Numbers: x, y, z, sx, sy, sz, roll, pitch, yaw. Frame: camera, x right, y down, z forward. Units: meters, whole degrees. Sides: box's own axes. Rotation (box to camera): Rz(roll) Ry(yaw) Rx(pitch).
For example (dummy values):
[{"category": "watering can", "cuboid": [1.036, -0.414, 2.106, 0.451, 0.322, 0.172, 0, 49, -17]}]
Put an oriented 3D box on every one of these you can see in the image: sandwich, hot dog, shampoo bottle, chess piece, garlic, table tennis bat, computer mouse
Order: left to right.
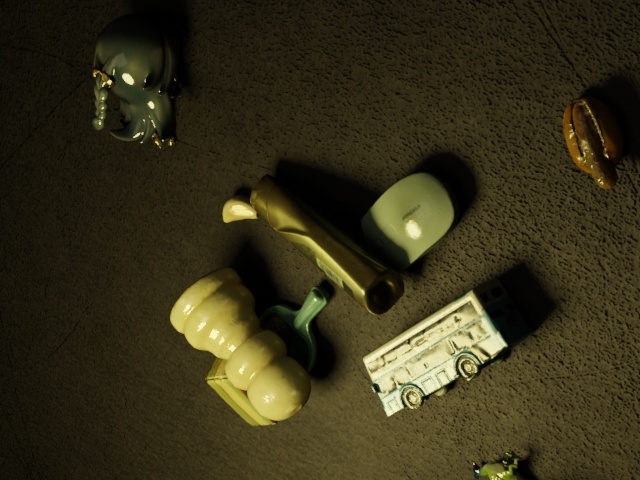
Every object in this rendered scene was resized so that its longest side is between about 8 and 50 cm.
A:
[{"category": "garlic", "cuboid": [-0.154, -0.061, 2.284, 0.083, 0.041, 0.053, -1, 109, 32]}, {"category": "chess piece", "cuboid": [-0.139, 0.212, 2.257, 0.299, 0.167, 0.167, 50, 129, 20]}, {"category": "sandwich", "cuboid": [-0.139, 0.282, 2.400, 0.079, 0.113, 0.163, -9, 133, 40]}, {"category": "table tennis bat", "cuboid": [-0.048, 0.171, 2.276, 0.149, 0.038, 0.237, 52, 132, 19]}, {"category": "shampoo bottle", "cuboid": [0.000, 0.000, 2.124, 0.084, 0.125, 0.350, -47, 54, -5]}, {"category": "computer mouse", "cuboid": [0.144, -0.029, 2.027, 0.128, 0.079, 0.231, 58, 135, 14]}, {"category": "hot dog", "cuboid": [0.406, -0.146, 1.779, 0.090, 0.060, 0.140, -8, 103, 45]}]

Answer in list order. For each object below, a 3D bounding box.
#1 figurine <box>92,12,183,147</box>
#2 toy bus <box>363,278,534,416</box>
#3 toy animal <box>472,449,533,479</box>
[{"category": "figurine", "cuboid": [-0.345, -0.300, 2.285, 0.175, 0.197, 0.265, -2, 100, 15]}, {"category": "toy bus", "cuboid": [0.211, 0.187, 2.023, 0.297, 0.106, 0.131, -36, 79, 39]}, {"category": "toy animal", "cuboid": [0.346, 0.398, 2.017, 0.217, 0.041, 0.075, 7, 127, 36]}]
